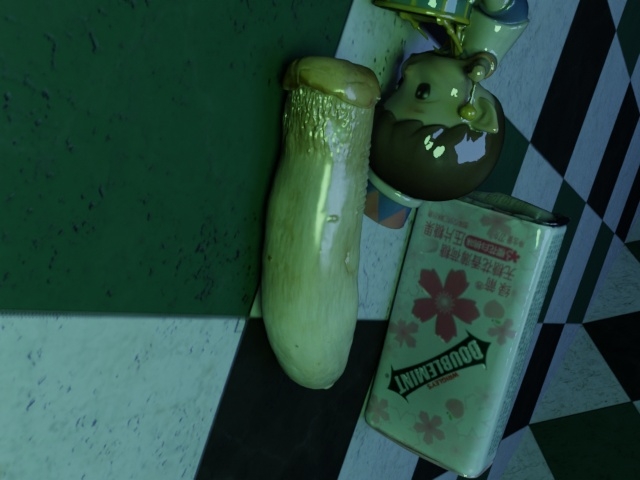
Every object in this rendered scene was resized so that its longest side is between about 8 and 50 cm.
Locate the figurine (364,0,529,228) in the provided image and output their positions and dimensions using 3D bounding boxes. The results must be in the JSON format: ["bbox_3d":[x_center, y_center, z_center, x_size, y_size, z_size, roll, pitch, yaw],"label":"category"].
[{"bbox_3d":[0.113,-0.140,0.691,0.158,0.161,0.275,5,105,-17],"label":"figurine"}]

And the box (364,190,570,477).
[{"bbox_3d":[0.191,0.112,0.919,0.112,0.190,0.369,-11,116,-57],"label":"box"}]

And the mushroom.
[{"bbox_3d":[0.000,0.000,0.637,0.123,0.095,0.351,-54,153,-59],"label":"mushroom"}]
